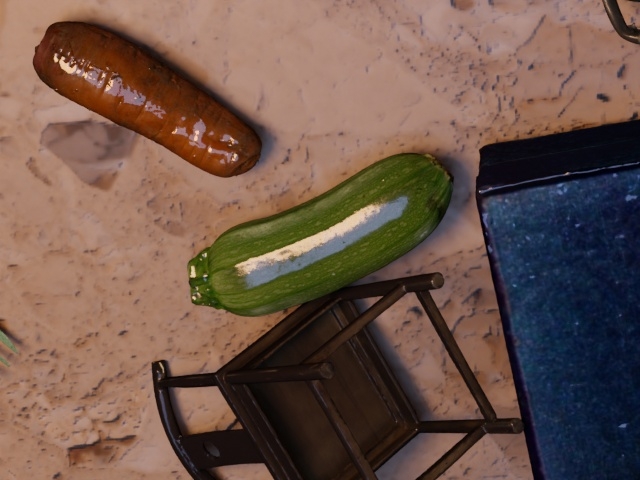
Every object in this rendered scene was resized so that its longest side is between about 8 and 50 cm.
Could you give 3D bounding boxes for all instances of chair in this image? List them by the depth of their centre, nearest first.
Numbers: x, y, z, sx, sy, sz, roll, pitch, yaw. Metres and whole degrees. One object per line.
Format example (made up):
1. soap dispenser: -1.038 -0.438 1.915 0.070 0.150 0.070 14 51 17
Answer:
1. chair: 0.004 0.126 1.441 0.141 0.260 0.155 -37 104 -30

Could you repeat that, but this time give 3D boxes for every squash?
1. squash: 0.000 0.000 1.426 0.219 0.068 0.077 -22 98 13

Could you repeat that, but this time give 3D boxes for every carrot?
1. carrot: -0.125 -0.104 1.410 0.186 0.060 0.060 28 110 -7

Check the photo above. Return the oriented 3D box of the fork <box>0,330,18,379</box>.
1. fork: -0.340 0.031 1.498 0.235 0.021 0.039 33 105 -5

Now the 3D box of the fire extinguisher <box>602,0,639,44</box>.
1. fire extinguisher: 0.223 -0.242 1.294 0.118 0.093 0.294 2 107 42

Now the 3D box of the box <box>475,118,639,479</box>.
1. box: 0.272 0.043 1.388 0.279 0.116 0.261 -10 110 9
